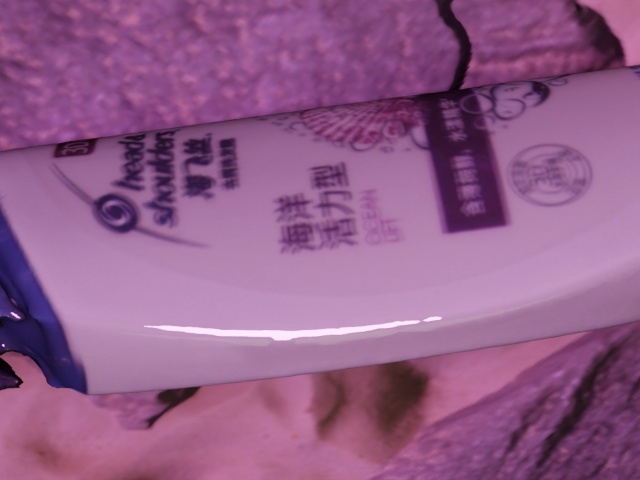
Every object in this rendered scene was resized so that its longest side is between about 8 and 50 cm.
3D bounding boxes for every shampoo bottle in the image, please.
[{"bbox_3d":[0.000,0.000,0.615,0.360,0.134,0.078,-8,131,-2],"label":"shampoo bottle"}]
